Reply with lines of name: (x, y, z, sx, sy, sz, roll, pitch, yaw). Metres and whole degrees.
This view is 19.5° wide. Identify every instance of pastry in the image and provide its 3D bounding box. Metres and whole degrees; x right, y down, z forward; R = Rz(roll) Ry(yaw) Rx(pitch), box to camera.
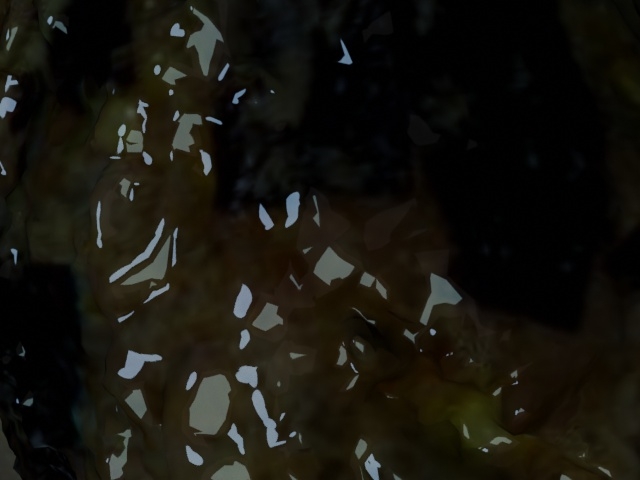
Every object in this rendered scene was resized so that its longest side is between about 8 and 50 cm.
pastry: (0.005, 0.015, 0.694, 0.292, 0.337, 0.405, -11, 118, -15)
